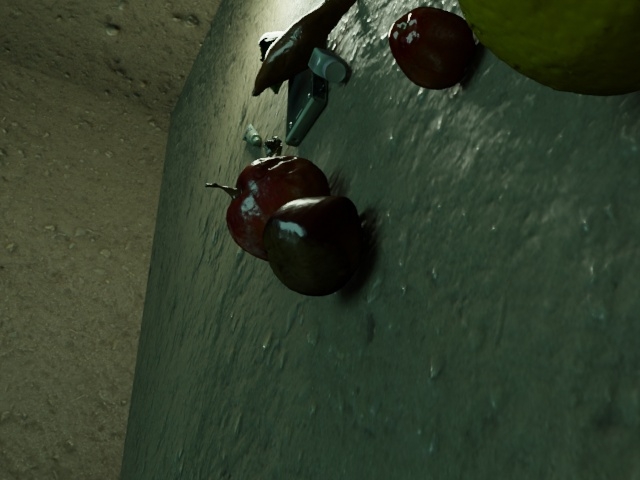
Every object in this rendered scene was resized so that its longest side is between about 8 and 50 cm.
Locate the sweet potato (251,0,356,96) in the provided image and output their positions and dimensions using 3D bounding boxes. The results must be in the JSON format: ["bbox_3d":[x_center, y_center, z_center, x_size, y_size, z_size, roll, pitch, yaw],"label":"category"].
[{"bbox_3d":[-0.052,-0.479,1.961,0.359,0.112,0.112,-41,33,23],"label":"sweet potato"}]

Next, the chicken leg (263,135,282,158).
[{"bbox_3d":[-0.130,-0.178,2.075,0.103,0.088,0.227,109,161,-46],"label":"chicken leg"}]

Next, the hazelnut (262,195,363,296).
[{"bbox_3d":[0.000,0.000,1.501,0.208,0.208,0.208,-51,30,46],"label":"hazelnut"}]

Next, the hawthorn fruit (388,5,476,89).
[{"bbox_3d":[0.182,-0.319,1.304,0.133,0.138,0.132,-50,30,42],"label":"hawthorn fruit"}]

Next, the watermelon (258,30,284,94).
[{"bbox_3d":[-0.106,-0.514,2.217,0.301,0.123,0.129,-81,-9,-55],"label":"watermelon"}]

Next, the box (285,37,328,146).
[{"bbox_3d":[-0.037,-0.403,2.064,0.211,0.045,0.270,130,149,-50],"label":"box"}]

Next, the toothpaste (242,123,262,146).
[{"bbox_3d":[-0.215,-0.325,2.478,0.060,0.038,0.233,-66,18,9],"label":"toothpaste"}]

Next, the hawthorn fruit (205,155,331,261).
[{"bbox_3d":[-0.116,-0.077,1.699,0.242,0.272,0.241,-166,90,-79],"label":"hawthorn fruit"}]

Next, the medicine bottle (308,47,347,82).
[{"bbox_3d":[0.022,-0.411,1.873,0.055,0.074,0.118,-66,23,18],"label":"medicine bottle"}]

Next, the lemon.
[{"bbox_3d":[0.289,-0.303,0.769,0.336,0.336,0.336,-51,30,46],"label":"lemon"}]
